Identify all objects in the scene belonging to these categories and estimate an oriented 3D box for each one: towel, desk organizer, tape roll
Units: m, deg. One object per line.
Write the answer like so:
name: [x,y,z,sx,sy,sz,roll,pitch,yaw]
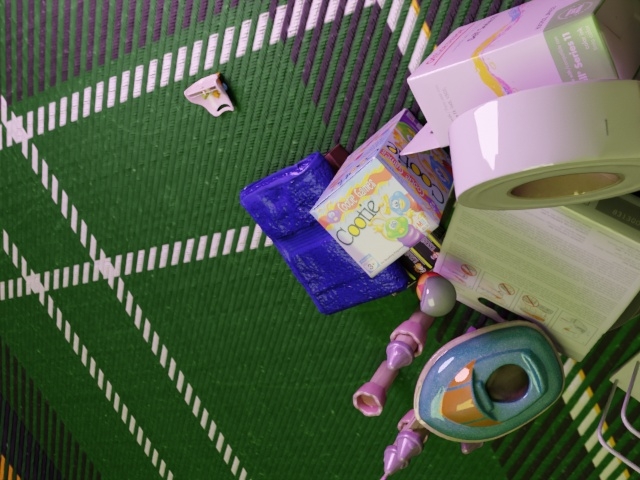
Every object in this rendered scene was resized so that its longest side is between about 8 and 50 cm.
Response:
towel: [0.000,0.000,1.704,0.227,0.076,0.308,-22,112,45]
desk organizer: [0.003,-0.122,1.695,0.050,0.047,0.130,50,135,-7]
tape roll: [0.312,-0.116,1.191,0.286,0.286,0.100,-13,77,39]

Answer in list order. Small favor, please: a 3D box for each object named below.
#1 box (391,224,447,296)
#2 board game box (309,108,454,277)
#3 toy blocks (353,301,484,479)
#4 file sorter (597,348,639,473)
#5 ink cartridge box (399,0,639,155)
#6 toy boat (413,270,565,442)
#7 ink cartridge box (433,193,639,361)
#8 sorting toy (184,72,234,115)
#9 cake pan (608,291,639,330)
box: [0.130,-0.006,1.704,0.190,0.045,0.184,45,133,-4]
board game box: [0.110,-0.083,1.469,0.144,0.275,0.142,-39,98,26]
toy blocks: [0.223,0.331,1.752,0.309,0.260,0.288,32,135,8]
file sorter: [0.617,0.259,1.501,0.193,0.173,0.278,35,135,4]
ink cartridge box: [0.268,-0.249,1.305,0.353,0.207,0.119,-14,114,39]
toy boat: [0.252,0.195,1.554,0.267,0.148,0.318,-30,96,5]
ink cartridge box: [0.359,0.023,1.498,0.308,0.091,0.385,27,151,12]
sorting toy: [-0.198,-0.268,1.718,0.083,0.045,0.075,-11,124,38]
cake pan: [0.423,0.043,1.543,0.293,0.054,0.293,17,131,21]
